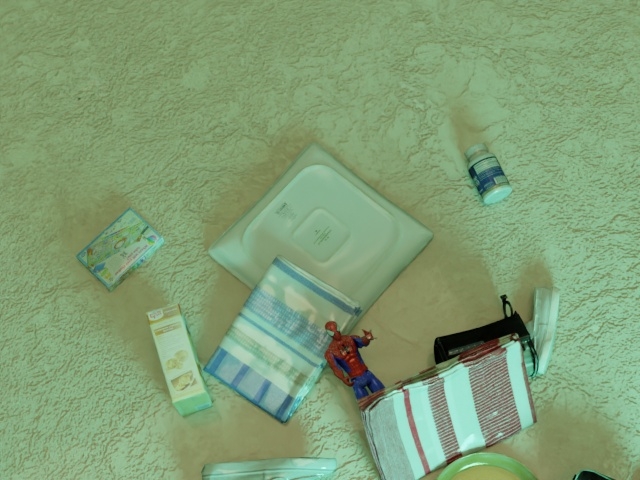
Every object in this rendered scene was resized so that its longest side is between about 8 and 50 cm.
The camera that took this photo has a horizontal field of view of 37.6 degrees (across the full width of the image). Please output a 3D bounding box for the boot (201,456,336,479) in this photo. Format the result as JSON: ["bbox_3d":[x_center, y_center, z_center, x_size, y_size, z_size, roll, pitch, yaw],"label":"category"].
[{"bbox_3d":[-0.094,0.474,1.767,0.258,0.095,0.123,-6,75,7],"label":"boot"}]

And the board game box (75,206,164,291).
[{"bbox_3d":[-0.419,0.018,1.969,0.103,0.026,0.154,42,75,15],"label":"board game box"}]

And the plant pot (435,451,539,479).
[{"bbox_3d":[0.315,0.519,1.766,0.236,0.032,0.236,0,69,1],"label":"plant pot"}]

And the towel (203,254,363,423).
[{"bbox_3d":[-0.075,0.192,1.863,0.209,0.034,0.285,33,86,11],"label":"towel"}]

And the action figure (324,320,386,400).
[{"bbox_3d":[0.092,0.271,1.774,0.091,0.139,0.280,-31,86,-13],"label":"action figure"}]

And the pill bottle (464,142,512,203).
[{"bbox_3d":[0.353,-0.144,2.000,0.067,0.067,0.120,-20,70,-7],"label":"pill bottle"}]

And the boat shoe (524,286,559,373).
[{"bbox_3d":[0.438,0.176,1.882,0.063,0.066,0.184,7,71,18],"label":"boat shoe"}]

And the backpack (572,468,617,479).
[{"bbox_3d":[0.536,0.523,1.698,0.188,0.144,0.166,13,67,27],"label":"backpack"}]

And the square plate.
[{"bbox_3d":[0.000,0.000,1.960,0.344,0.049,0.347,39,74,14],"label":"square plate"}]

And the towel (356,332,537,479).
[{"bbox_3d":[0.244,0.326,1.753,0.329,0.237,0.037,-23,32,-8],"label":"towel"}]

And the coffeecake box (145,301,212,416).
[{"bbox_3d":[-0.273,0.232,1.824,0.068,0.142,0.185,-18,70,-7],"label":"coffeecake box"}]

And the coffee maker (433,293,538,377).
[{"bbox_3d":[0.315,0.215,1.851,0.178,0.120,0.171,-14,35,-6],"label":"coffee maker"}]
